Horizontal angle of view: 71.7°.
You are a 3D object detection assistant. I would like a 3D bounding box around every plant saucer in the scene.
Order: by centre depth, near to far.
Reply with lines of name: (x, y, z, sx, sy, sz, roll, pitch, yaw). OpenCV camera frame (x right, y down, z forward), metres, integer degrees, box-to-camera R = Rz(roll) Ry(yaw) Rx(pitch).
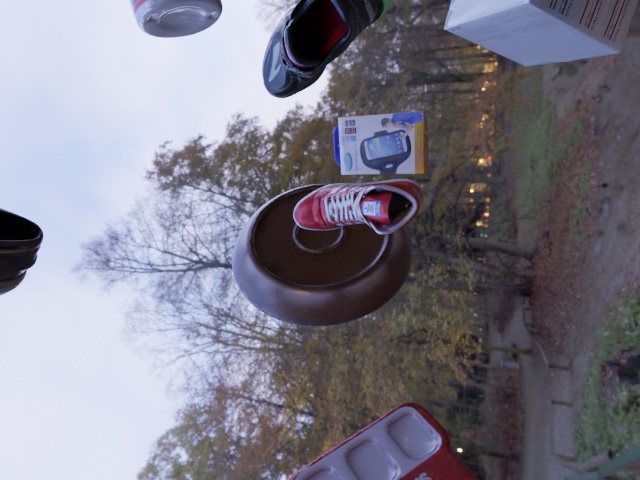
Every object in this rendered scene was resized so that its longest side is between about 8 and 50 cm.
plant saucer: (0.000, 0.000, 0.750, 0.050, 0.310, 0.311, 85, -160, -48)

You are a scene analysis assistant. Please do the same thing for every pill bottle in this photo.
pill bottle: (-0.294, -0.540, 0.801, 0.161, 0.161, 0.283, -30, -75, -66)

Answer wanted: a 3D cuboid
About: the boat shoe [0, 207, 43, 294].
boat shoe: (-0.527, -0.040, 0.541, 0.355, 0.130, 0.132, 29, -158, -55)

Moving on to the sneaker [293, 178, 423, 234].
sneaker: (0.028, -0.027, 0.375, 0.067, 0.118, 0.042, -54, -47, -72)

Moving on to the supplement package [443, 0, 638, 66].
supplement package: (0.353, -0.394, 0.707, 0.194, 0.203, 0.149, -146, 68, -64)

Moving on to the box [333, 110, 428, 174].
box: (0.078, -0.132, 0.609, 0.028, 0.136, 0.081, -34, -57, -62)

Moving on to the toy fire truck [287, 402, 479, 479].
toy fire truck: (0.038, 0.298, 0.369, 0.302, 0.254, 0.169, -25, -57, -19)

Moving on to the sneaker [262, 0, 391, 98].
sneaker: (-0.041, -0.491, 1.080, 0.185, 0.483, 0.202, 50, -121, -11)
